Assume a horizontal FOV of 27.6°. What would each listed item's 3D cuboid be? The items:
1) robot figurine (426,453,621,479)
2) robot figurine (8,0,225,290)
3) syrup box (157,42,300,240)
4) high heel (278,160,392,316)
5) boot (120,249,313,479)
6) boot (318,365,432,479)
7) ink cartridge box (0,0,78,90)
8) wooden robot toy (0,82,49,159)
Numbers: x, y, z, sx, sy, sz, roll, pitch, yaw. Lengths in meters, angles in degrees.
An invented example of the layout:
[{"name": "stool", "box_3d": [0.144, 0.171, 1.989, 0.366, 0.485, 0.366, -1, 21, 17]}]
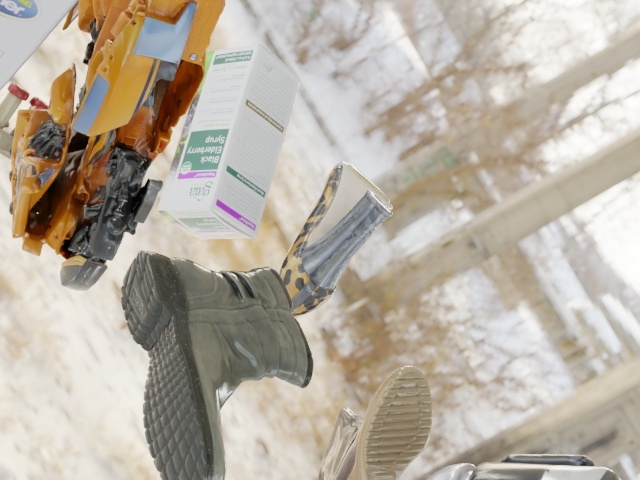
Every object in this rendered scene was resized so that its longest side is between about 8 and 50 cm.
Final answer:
[{"name": "robot figurine", "box_3d": [0.226, 0.322, 1.365, 0.209, 0.278, 0.174, 2, 86, -65]}, {"name": "robot figurine", "box_3d": [-0.149, -0.110, 0.914, 0.085, 0.291, 0.211, 16, 31, -24]}, {"name": "syrup box", "box_3d": [-0.115, -0.124, 1.662, 0.096, 0.093, 0.237, 37, 62, -44]}, {"name": "high heel", "box_3d": [0.000, 0.000, 1.583, 0.093, 0.186, 0.261, 41, 7, -9]}, {"name": "boot", "box_3d": [-0.070, 0.110, 1.117, 0.161, 0.083, 0.246, 9, 47, -32]}, {"name": "boot", "box_3d": [0.056, 0.251, 1.681, 0.090, 0.248, 0.207, 10, 12, -19]}, {"name": "ink cartridge box", "box_3d": [-0.234, -0.185, 0.598, 0.270, 0.395, 0.151, 30, 49, -23]}, {"name": "wooden robot toy", "box_3d": [-0.300, -0.111, 1.258, 0.173, 0.076, 0.079, 36, -3, -37]}]
